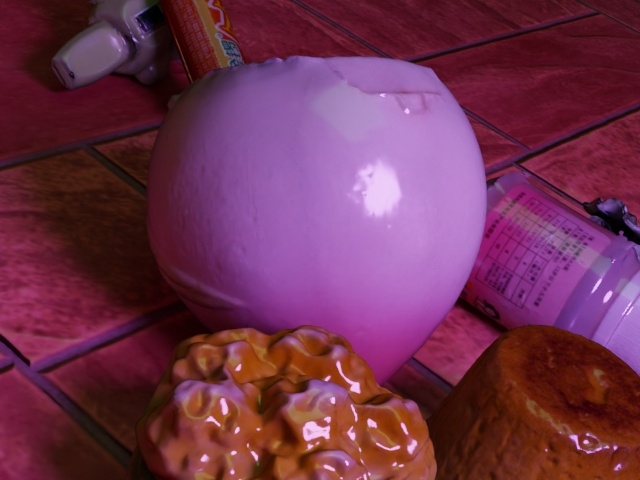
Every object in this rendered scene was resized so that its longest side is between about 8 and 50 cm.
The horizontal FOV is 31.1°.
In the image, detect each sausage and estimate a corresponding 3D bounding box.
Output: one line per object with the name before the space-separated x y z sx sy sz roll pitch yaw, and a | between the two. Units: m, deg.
sausage | -0.128 -0.217 1.312 0.083 0.083 0.264 -8 68 -39

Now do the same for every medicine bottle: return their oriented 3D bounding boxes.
medicine bottle | 0.248 0.046 1.164 0.247 0.147 0.147 35 33 22

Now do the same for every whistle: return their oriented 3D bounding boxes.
whistle | -0.232 -0.256 1.401 0.141 0.141 0.294 33 50 20

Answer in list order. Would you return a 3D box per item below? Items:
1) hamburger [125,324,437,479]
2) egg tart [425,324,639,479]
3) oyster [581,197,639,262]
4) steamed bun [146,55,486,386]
hamburger | -0.022 0.151 0.816 0.237 0.149 0.237 14 26 -7
egg tart | 0.184 0.169 0.926 0.202 0.147 0.202 17 31 -11
oyster | 0.370 0.053 1.278 0.198 0.112 0.268 28 16 -30
steamed bun | 0.000 0.000 0.995 0.309 0.309 0.309 15 31 -9
